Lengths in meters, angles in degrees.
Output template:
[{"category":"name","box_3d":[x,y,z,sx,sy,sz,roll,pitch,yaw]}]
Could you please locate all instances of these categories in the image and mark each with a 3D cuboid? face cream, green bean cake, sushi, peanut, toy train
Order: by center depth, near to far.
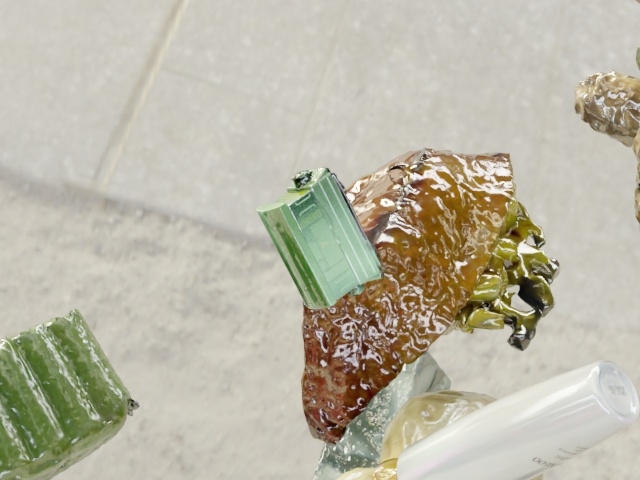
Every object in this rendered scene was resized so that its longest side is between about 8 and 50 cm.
[{"category":"face cream","box_3d":[0.111,0.128,0.907,0.072,0.182,0.051,9,58,-48]},{"category":"toy train","box_3d":[0.000,0.000,0.966,0.056,0.038,0.093,-36,107,-29]},{"category":"peanut","box_3d":[0.084,0.200,1.152,0.136,0.120,0.298,59,33,1]},{"category":"sushi","box_3d":[0.084,0.030,1.260,0.179,0.167,0.296,51,38,-15]},{"category":"green bean cake","box_3d":[-0.355,0.203,1.567,0.247,0.250,0.156,-26,84,-39]}]

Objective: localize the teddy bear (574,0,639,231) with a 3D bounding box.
[{"category":"teddy bear","box_3d":[0.296,-0.140,1.170,0.222,0.246,0.296,-46,114,-38]}]

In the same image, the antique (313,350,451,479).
[{"category":"antique","box_3d":[0.064,0.207,1.528,0.086,0.088,0.183,1,59,30]}]
